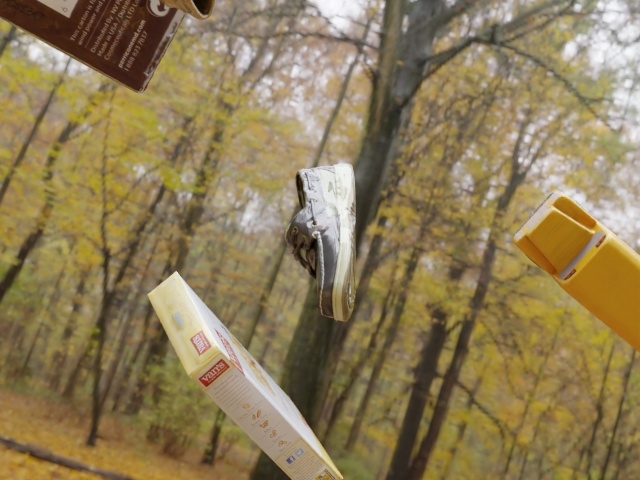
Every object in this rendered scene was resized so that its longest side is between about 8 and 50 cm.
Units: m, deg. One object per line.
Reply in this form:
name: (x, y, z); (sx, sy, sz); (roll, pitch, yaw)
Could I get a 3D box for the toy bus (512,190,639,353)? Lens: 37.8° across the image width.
toy bus: (0.438, 0.073, 1.349); (0.333, 0.108, 0.130); (39, 12, -10)

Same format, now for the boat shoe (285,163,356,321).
boat shoe: (0.000, -0.001, 0.972); (0.073, 0.223, 0.080); (0, -49, 2)

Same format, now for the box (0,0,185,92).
box: (-0.209, -0.256, 0.879); (0.167, 0.168, 0.203); (27, 6, -18)

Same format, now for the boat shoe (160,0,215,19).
boat shoe: (-0.088, -0.211, 0.592); (0.072, 0.068, 0.190); (44, -14, 14)

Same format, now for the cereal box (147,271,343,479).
cereal box: (-0.082, 0.158, 1.007); (0.240, 0.047, 0.173); (54, -4, -35)
